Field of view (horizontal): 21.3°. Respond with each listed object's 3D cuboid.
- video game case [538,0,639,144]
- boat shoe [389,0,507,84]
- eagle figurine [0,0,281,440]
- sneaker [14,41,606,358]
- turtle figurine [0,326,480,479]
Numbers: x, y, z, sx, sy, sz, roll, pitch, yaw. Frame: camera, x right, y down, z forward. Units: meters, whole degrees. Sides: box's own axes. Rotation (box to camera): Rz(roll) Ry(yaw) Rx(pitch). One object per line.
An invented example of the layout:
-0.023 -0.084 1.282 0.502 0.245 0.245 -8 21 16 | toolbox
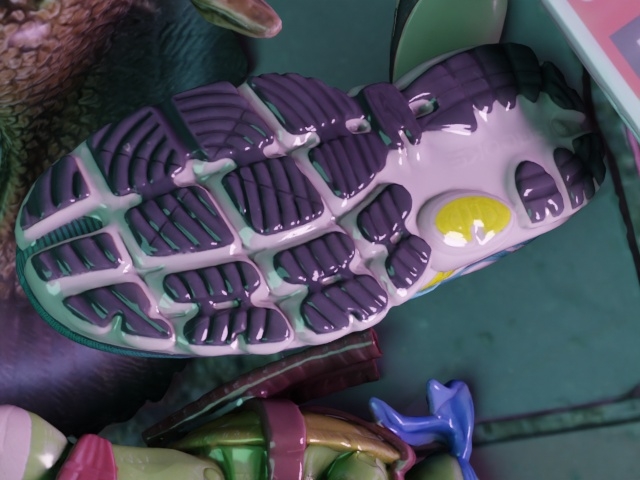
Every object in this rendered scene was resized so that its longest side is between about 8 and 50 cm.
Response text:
0.233 -0.064 0.665 0.204 0.025 0.285 -35 88 7 | video game case
0.055 -0.120 0.743 0.043 0.049 0.137 44 126 52 | boat shoe
-0.144 -0.073 0.776 0.298 0.225 0.226 111 150 -50 | eagle figurine
0.000 0.000 0.676 0.110 0.275 0.107 -43 67 46 | sneaker
-0.060 0.169 0.747 0.266 0.198 0.274 14 103 -12 | turtle figurine
